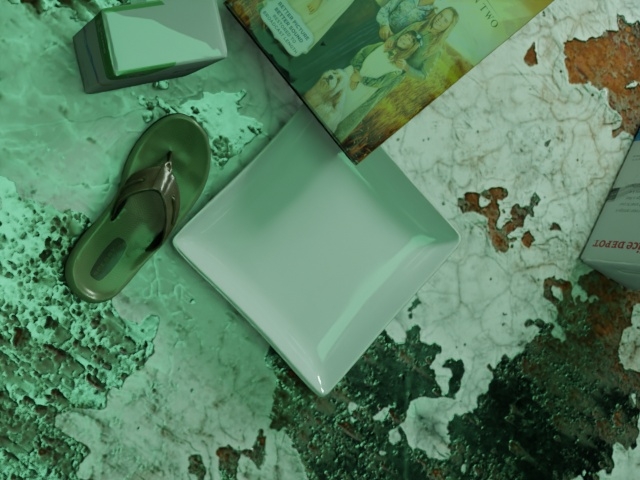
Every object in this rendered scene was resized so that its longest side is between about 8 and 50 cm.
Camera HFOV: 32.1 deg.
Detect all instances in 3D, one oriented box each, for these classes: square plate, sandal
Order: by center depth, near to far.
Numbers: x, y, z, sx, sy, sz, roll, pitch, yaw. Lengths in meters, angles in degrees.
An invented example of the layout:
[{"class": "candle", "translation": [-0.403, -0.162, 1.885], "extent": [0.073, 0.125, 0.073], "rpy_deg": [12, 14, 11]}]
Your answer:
[{"class": "sandal", "translation": [-0.246, -0.040, 1.571], "extent": [0.120, 0.086, 0.303], "rpy_deg": [34, 79, -21]}, {"class": "square plate", "translation": [0.000, 0.000, 1.698], "extent": [0.347, 0.049, 0.344], "rpy_deg": [-47, 108, -15]}]

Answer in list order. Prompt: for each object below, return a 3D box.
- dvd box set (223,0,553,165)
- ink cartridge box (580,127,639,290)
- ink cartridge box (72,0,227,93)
[{"class": "dvd box set", "translation": [0.117, -0.357, 1.610], "extent": [0.420, 0.062, 0.307], "rpy_deg": [-39, 108, 1]}, {"class": "ink cartridge box", "translation": [0.601, -0.068, 1.855], "extent": [0.129, 0.223, 0.307], "rpy_deg": [30, 81, -22]}, {"class": "ink cartridge box", "translation": [-0.235, -0.263, 1.500], "extent": [0.154, 0.212, 0.093], "rpy_deg": [-14, 94, -21]}]
